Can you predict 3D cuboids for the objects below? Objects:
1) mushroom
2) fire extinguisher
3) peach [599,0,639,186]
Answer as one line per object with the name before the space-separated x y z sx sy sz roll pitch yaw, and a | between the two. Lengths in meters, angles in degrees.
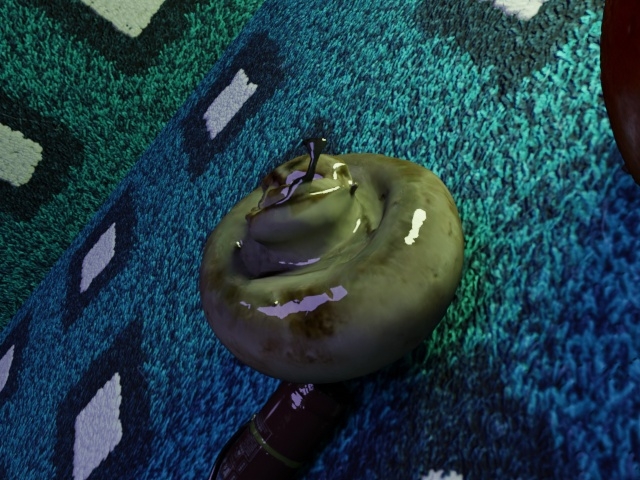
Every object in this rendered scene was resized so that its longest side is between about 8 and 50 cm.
mushroom | 0.000 0.000 0.693 0.362 0.295 0.362 -17 38 14
fire extinguisher | -0.095 0.325 0.769 0.341 0.105 0.141 -53 -2 8
peach | 0.412 -0.204 0.443 0.339 0.352 0.417 -139 42 -59
